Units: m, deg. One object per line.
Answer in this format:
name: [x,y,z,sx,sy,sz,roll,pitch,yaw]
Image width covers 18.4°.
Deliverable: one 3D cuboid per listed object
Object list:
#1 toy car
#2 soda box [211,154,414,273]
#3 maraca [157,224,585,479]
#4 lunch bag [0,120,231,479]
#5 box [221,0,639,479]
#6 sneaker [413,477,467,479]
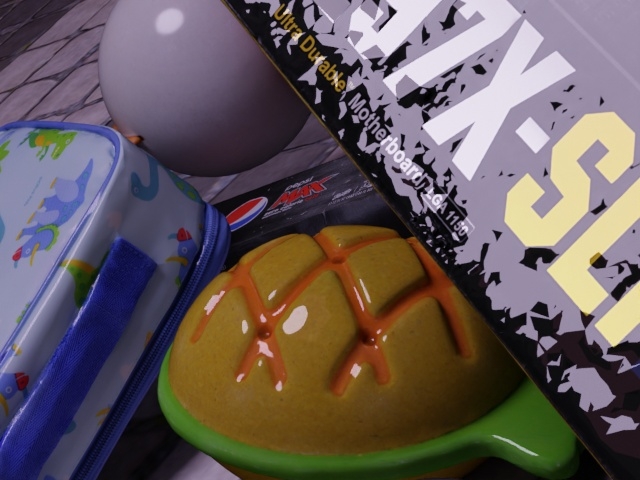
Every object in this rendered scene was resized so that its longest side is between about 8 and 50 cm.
toy car: [-0.029,-0.113,1.004,0.238,0.219,0.210,-31,20,18]
soda box: [0.000,0.000,0.933,0.169,0.053,0.060,-19,24,34]
maraca: [0.031,0.047,0.729,0.186,0.099,0.127,3,37,16]
lunch bag: [-0.144,0.054,0.903,0.176,0.090,0.219,5,62,58]
box: [0.142,-0.064,0.551,0.257,0.079,0.322,-46,49,11]
sneaker: [-0.027,0.175,0.518,0.276,0.097,0.135,-41,21,-12]
